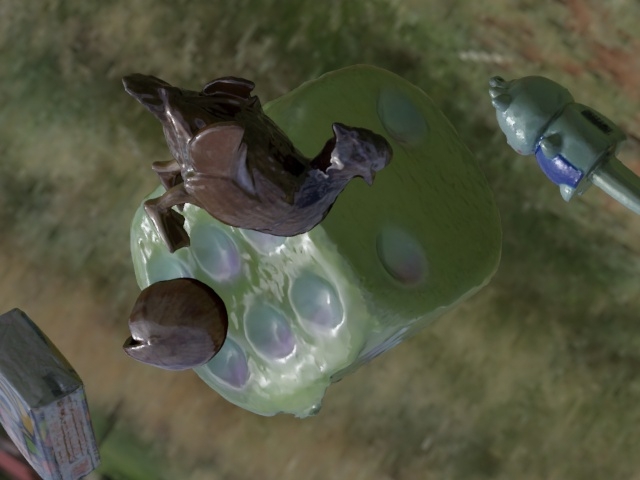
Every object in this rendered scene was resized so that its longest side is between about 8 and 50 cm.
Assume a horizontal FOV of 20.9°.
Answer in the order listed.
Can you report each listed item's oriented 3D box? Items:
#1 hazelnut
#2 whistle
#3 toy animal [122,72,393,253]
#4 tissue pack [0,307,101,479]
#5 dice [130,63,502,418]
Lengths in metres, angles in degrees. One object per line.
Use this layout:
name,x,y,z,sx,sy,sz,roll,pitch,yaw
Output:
hazelnut,-0.117,0.068,1.386,0.086,0.086,0.086,32,170,6
whistle,0.280,-0.103,1.928,0.244,0.092,0.110,41,-153,14
toy animal,-0.054,-0.069,1.254,0.179,0.089,0.188,-21,132,25
tissue pack,-0.251,0.142,1.546,0.108,0.060,0.148,46,157,29
dice,0.000,0.000,1.620,0.252,0.249,0.254,-37,88,43
